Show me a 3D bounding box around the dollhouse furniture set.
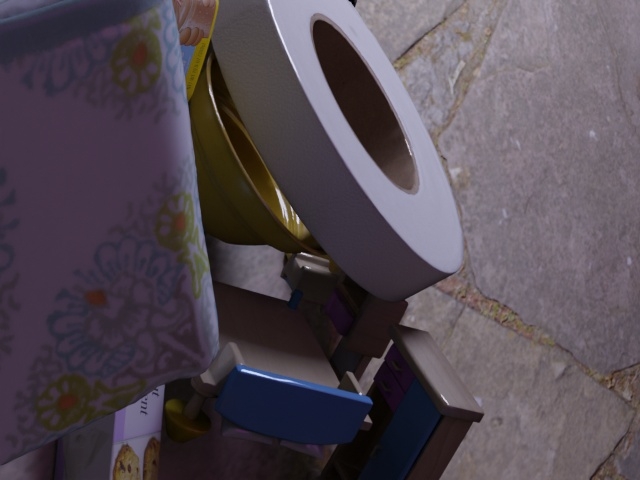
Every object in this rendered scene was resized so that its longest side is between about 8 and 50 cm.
[{"bbox_3d":[-0.053,0.146,1.515,0.303,0.198,0.286,16,23,-30],"label":"dollhouse furniture set"}]

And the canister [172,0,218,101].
[{"bbox_3d":[-0.157,-0.165,1.240,0.170,0.073,0.126,-2,111,-64],"label":"canister"}]

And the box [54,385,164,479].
[{"bbox_3d":[-0.177,0.199,1.306,0.067,0.063,0.324,32,54,-52],"label":"box"}]

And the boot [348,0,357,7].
[{"bbox_3d":[0.010,-0.360,1.784,0.198,0.077,0.137,48,48,-39],"label":"boot"}]

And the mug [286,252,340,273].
[{"bbox_3d":[0.003,-0.002,1.670,0.064,0.062,0.078,56,31,-20],"label":"mug"}]

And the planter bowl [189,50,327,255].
[{"bbox_3d":[-0.080,-0.064,1.495,0.217,0.090,0.217,53,18,-26],"label":"planter bowl"}]

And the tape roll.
[{"bbox_3d":[0.019,-0.123,1.597,0.392,0.072,0.392,52,19,-26],"label":"tape roll"}]

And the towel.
[{"bbox_3d":[-0.243,0.003,1.032,0.374,0.090,0.320,-23,125,-30],"label":"towel"}]
